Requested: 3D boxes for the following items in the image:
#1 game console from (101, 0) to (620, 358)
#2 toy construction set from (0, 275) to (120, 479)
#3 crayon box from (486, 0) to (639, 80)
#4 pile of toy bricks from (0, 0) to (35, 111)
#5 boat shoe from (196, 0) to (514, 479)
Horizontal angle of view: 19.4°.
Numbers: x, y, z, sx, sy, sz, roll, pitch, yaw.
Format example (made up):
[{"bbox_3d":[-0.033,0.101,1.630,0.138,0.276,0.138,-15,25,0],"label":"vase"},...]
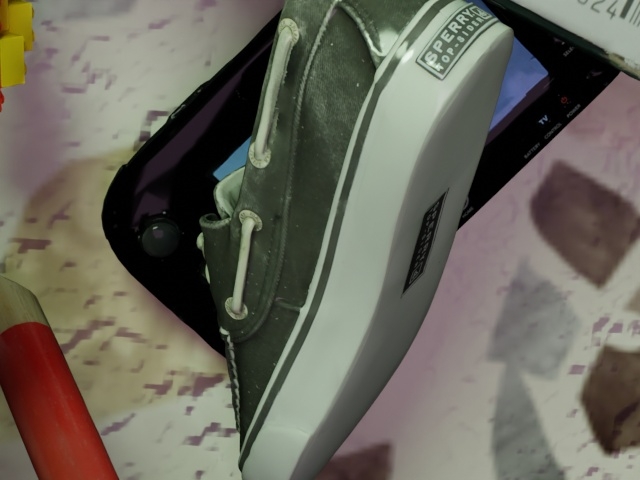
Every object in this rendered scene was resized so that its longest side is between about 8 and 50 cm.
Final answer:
[{"bbox_3d":[0.087,-0.089,0.662,0.361,0.044,0.213,-44,104,5],"label":"game console"},{"bbox_3d":[-0.216,-0.022,0.571,0.309,0.237,0.257,31,107,-39],"label":"toy construction set"},{"bbox_3d":[0.080,-0.232,0.536,0.202,0.081,0.319,23,100,-31],"label":"crayon box"},{"bbox_3d":[-0.107,-0.157,0.598,0.105,0.118,0.212,-18,119,-43],"label":"pile of toy bricks"},{"bbox_3d":[0.000,0.000,0.617,0.070,0.078,0.219,32,132,15],"label":"boat shoe"}]
